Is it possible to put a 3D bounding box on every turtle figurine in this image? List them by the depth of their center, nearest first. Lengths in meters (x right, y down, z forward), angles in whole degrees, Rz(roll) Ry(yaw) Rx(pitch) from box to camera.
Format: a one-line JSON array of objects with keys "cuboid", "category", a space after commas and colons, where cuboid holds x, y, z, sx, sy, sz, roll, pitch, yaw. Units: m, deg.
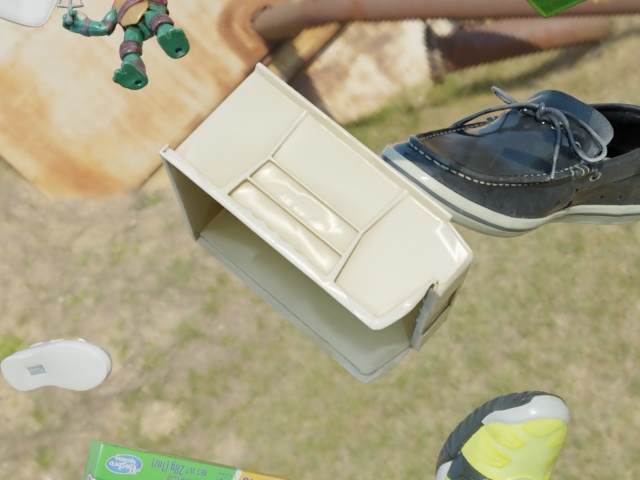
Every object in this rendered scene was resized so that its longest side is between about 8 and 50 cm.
[{"cuboid": [-0.261, -0.322, 1.671, 0.175, 0.118, 0.234, -48, 51, 28], "category": "turtle figurine"}]

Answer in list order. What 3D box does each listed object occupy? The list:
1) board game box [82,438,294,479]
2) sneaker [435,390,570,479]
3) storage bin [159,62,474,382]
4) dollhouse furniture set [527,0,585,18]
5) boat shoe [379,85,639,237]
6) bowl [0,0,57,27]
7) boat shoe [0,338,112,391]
[{"cuboid": [-0.178, 0.407, 1.396, 0.064, 0.242, 0.316, 168, 114, -70], "category": "board game box"}, {"cuboid": [0.202, 0.334, 1.465, 0.147, 0.145, 0.384, -110, 35, -46], "category": "sneaker"}, {"cuboid": [0.000, 0.000, 1.144, 0.123, 0.260, 0.262, -48, -11, -13], "category": "storage bin"}, {"cuboid": [0.242, -0.275, 1.112, 0.058, 0.076, 0.151, -11, 48, 56], "category": "dollhouse furniture set"}, {"cuboid": [0.267, -0.107, 1.502, 0.500, 0.187, 0.156, -3, -56, -42], "category": "boat shoe"}, {"cuboid": [-0.374, -0.331, 1.440, 0.053, 0.142, 0.142, -2, 69, 66], "category": "bowl"}, {"cuboid": [-0.308, 0.146, 1.472, 0.184, 0.066, 0.063, -18, 16, 41], "category": "boat shoe"}]
